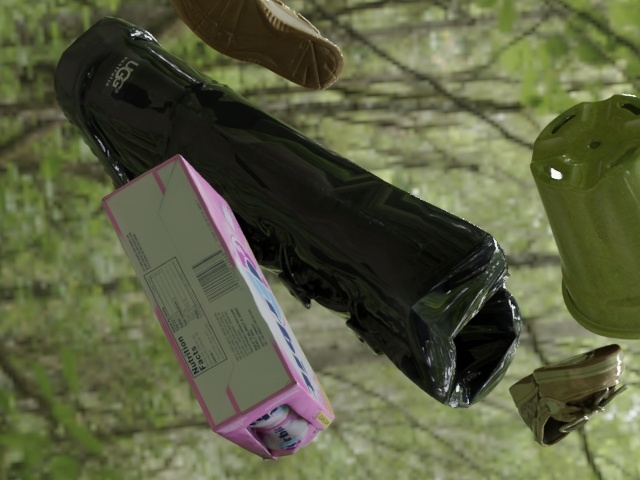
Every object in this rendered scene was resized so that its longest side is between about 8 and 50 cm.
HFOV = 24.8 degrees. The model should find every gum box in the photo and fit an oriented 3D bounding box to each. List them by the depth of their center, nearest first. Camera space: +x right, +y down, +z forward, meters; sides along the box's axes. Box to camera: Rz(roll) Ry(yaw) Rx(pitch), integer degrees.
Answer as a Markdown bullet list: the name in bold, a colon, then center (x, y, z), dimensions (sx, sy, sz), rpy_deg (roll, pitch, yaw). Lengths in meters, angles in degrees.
- **gum box**: center (-0.063, 0.049, 0.951), dimensions (0.188, 0.062, 0.107), rpy_deg (62, 4, 23)

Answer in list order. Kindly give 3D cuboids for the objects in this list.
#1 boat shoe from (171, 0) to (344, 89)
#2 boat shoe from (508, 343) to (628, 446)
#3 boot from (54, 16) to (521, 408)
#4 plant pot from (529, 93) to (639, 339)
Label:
- **boat shoe**: center (-0.060, -0.187, 1.272), dimensions (0.063, 0.170, 0.059), rpy_deg (-55, -156, 12)
- **boat shoe**: center (0.305, 0.188, 1.748), dimensions (0.285, 0.105, 0.089), rpy_deg (109, -36, -76)
- **boot**: center (-0.001, 0.000, 1.322), dimensions (0.445, 0.146, 0.367), rpy_deg (30, -7, 30)
- **plant pot**: center (0.413, -0.050, 1.978), dimensions (0.254, 0.276, 0.276), rpy_deg (55, 6, -34)
